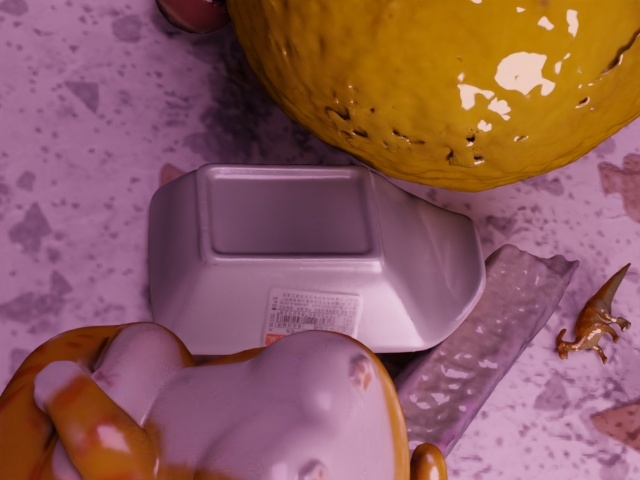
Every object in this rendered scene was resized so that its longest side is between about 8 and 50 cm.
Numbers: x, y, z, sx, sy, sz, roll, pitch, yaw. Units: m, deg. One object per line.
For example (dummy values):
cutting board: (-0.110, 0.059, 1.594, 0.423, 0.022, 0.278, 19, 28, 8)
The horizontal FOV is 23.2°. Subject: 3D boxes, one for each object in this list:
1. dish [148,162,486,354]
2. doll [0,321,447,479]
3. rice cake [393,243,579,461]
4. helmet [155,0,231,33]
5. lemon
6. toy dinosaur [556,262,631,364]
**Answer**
dish: (0.000, 0.000, 1.079, 0.234, 0.064, 0.154, 0, 48, -10)
doll: (-0.075, 0.126, 0.907, 0.269, 0.162, 0.167, 12, 41, 21)
rice cake: (0.055, 0.136, 1.058, 0.064, 0.070, 0.399, 35, 53, 11)
helmet: (-0.096, -0.183, 1.202, 0.084, 0.049, 0.065, 33, 14, -34)
lemon: (0.102, -0.207, 1.128, 0.349, 0.387, 0.350, 0, 95, 3)
toy dinosaur: (0.221, 0.058, 1.200, 0.041, 0.026, 0.113, 35, 60, 21)
